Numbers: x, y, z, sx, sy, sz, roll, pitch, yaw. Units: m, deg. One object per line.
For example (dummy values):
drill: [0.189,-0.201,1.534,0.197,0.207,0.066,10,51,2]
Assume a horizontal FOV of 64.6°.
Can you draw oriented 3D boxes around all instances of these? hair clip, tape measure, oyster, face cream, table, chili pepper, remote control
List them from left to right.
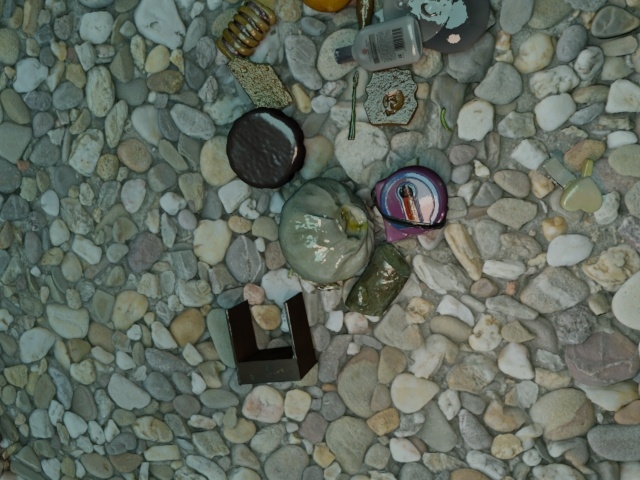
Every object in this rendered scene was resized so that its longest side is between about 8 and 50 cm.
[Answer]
table: [-0.177,0.354,1.852,0.251,0.196,0.281,-11,93,19]
oyster: [-0.017,0.135,1.829,0.200,0.106,0.061,22,72,-1]
face cream: [0.179,-0.615,1.616,0.292,0.071,0.143,-1,115,35]
tape measure: [0.294,-0.127,1.661,0.246,0.149,0.231,-11,98,25]
remote control: [0.354,-0.712,1.567,0.332,0.103,0.220,21,113,11]
chili pepper: [0.407,-0.391,1.646,0.031,0.017,0.083,-12,94,17]
hair clip: [0.776,-0.177,1.547,0.218,0.071,0.159,43,105,2]

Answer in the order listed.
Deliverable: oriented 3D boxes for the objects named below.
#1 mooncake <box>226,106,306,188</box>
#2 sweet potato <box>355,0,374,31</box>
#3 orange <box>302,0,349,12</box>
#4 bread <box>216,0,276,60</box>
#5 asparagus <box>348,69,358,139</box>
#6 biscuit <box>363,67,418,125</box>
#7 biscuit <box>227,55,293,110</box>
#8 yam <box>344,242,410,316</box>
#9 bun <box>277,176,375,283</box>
mooncake: [-0.186,-0.324,1.772,0.283,0.141,0.282,5,109,14]
sweet potato: [0.143,-0.760,1.651,0.068,0.060,0.205,16,105,52]
orange: [0.019,-0.842,1.609,0.220,0.193,0.219,3,114,7]
bread: [-0.265,-0.731,1.762,0.134,0.081,0.225,44,111,7]
asparagus: [0.113,-0.459,1.723,0.023,0.022,0.232,23,113,58]
biscuit: [0.234,-0.488,1.675,0.182,0.034,0.215,3,97,15]
biscuit: [-0.210,-0.555,1.777,0.131,0.026,0.236,-32,103,17]
yam: [0.203,0.146,1.726,0.154,0.154,0.254,32,109,10]
bun: [0.033,-0.040,1.644,0.211,0.362,0.361,-27,90,54]
